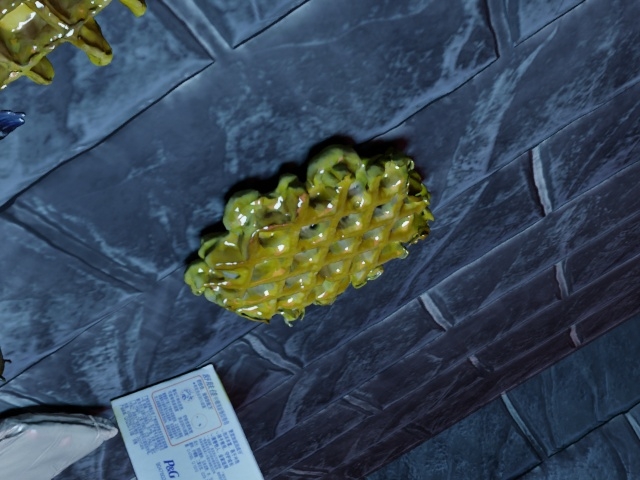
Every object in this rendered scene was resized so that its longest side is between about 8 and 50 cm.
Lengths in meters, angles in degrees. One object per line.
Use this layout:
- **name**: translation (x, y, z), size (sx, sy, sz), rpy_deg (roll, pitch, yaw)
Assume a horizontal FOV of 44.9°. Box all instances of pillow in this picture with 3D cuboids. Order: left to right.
- **pillow**: translation (-0.435, 0.321, 1.078), size (0.270, 0.067, 0.173), rpy_deg (-39, 145, 18)

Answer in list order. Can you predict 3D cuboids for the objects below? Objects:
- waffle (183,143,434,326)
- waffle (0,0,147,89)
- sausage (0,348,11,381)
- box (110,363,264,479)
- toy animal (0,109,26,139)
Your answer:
- **waffle**: translation (0.000, 0.000, 0.951), size (0.302, 0.068, 0.325), rpy_deg (-37, 152, 14)
- **waffle**: translation (-0.201, -0.202, 0.437), size (0.260, 0.069, 0.293), rpy_deg (-19, 151, -28)
- **sausage**: translation (-0.458, 0.129, 0.694), size (0.318, 0.125, 0.117), rpy_deg (-22, 155, -7)
- **box**: translation (-0.182, 0.334, 1.123), size (0.168, 0.265, 0.097), rpy_deg (-19, 152, -22)
- **toy animal**: translation (-0.298, -0.046, 0.574), size (0.220, 0.062, 0.108), rpy_deg (-22, -169, 39)
